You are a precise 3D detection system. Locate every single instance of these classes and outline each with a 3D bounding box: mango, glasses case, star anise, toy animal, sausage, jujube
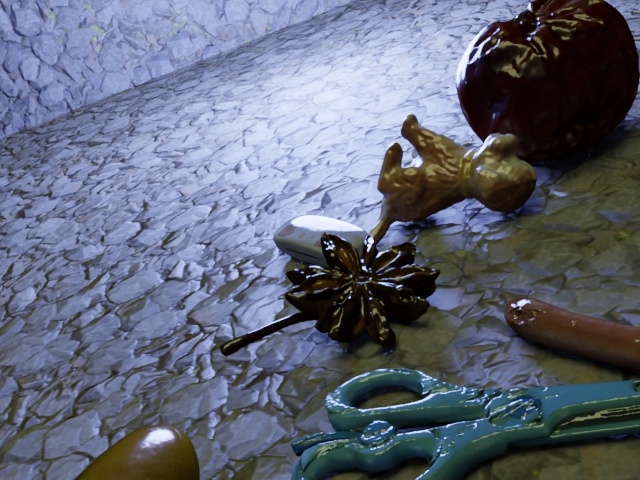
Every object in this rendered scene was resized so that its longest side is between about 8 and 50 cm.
[{"bbox_3d":[-0.160,0.239,0.640,0.113,0.139,0.253,10,30,10],"label":"mango"},{"bbox_3d":[0.000,0.000,1.081,0.063,0.041,0.164,-37,30,-25],"label":"glasses case"},{"bbox_3d":[0.013,0.056,0.922,0.233,0.073,0.177,-1,36,0],"label":"star anise"},{"bbox_3d":[0.165,-0.051,1.046,0.185,0.104,0.184,16,75,25],"label":"toy animal"},{"bbox_3d":[0.240,0.084,0.762,0.043,0.043,0.186,-37,31,-30],"label":"sausage"},{"bbox_3d":[0.296,-0.211,1.117,0.232,0.213,0.213,-26,27,-23],"label":"jujube"}]

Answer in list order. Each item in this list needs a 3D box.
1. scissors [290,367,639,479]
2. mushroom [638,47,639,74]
[{"bbox_3d":[0.157,0.151,0.700,0.392,0.032,0.180,-10,29,18],"label":"scissors"},{"bbox_3d":[0.426,-0.116,0.824,0.292,0.292,0.290,22,78,54],"label":"mushroom"}]
